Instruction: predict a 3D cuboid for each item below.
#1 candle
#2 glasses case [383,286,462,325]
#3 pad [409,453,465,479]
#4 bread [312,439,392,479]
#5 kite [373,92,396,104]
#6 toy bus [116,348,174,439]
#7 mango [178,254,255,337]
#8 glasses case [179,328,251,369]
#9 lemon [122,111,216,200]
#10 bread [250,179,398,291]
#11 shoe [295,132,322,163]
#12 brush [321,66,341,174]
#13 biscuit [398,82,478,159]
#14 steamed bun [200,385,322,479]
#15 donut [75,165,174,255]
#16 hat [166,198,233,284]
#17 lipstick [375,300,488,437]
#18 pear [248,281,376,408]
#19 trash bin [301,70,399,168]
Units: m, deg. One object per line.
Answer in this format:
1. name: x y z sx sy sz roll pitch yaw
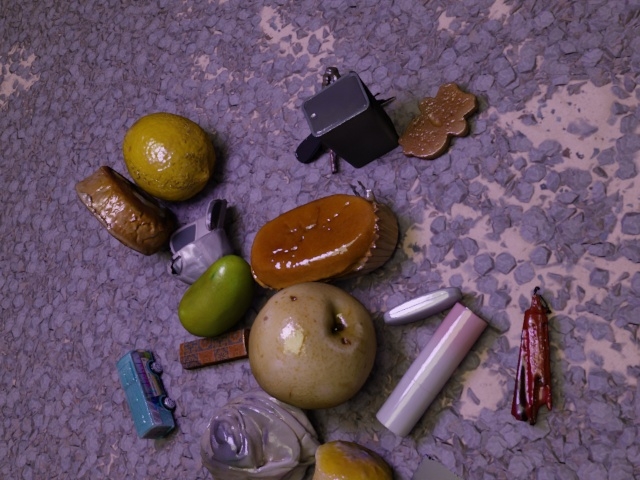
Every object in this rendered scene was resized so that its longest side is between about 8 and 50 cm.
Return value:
1. candle: 0.462 0.248 1.443 0.084 0.059 0.301 1 74 19
2. glasses case: 0.243 0.158 1.579 0.197 0.076 0.049 -24 66 20
3. pad: 0.241 0.623 1.472 0.164 0.004 0.243 28 88 32
4. bread: 0.067 0.552 1.491 0.197 0.197 0.170 21 95 32
5. kite: 0.119 -0.362 1.796 0.190 0.159 0.010 -18 80 -24
6. toy bus: -0.493 0.430 1.873 0.091 0.109 0.261 -41 58 18
7. mango: -0.267 0.154 1.783 0.273 0.185 0.149 -47 65 21
8. glasses case: -0.289 0.302 1.834 0.218 0.049 0.075 -16 67 24
9. lemon: -0.457 -0.254 1.986 0.310 0.258 0.258 35 92 28
10. bread: 0.004 0.011 1.693 0.389 0.183 0.236 -25 61 19
11. shoe: -0.011 -0.272 1.864 0.159 0.053 0.062 -46 62 46
12. brush: 0.030 -0.334 1.856 0.071 0.084 0.301 -1 82 3
13. biscuit: 0.304 -0.300 1.719 0.166 0.036 0.225 41 98 32
14. steamed bun: -0.163 0.483 1.617 0.280 0.207 0.268 -43 59 8
15. donut: -0.564 -0.092 1.962 0.160 0.330 0.330 -43 59 -3
16. hat: -0.328 0.006 1.901 0.232 0.161 0.275 -29 36 38
17. lipstick: 0.255 0.296 1.521 0.087 0.087 0.326 37 93 32
18. pear: -0.025 0.253 1.571 0.309 0.309 0.309 -9 70 26
19. trash bin: 0.085 -0.299 1.715 0.164 0.240 0.122 -28 63 17
